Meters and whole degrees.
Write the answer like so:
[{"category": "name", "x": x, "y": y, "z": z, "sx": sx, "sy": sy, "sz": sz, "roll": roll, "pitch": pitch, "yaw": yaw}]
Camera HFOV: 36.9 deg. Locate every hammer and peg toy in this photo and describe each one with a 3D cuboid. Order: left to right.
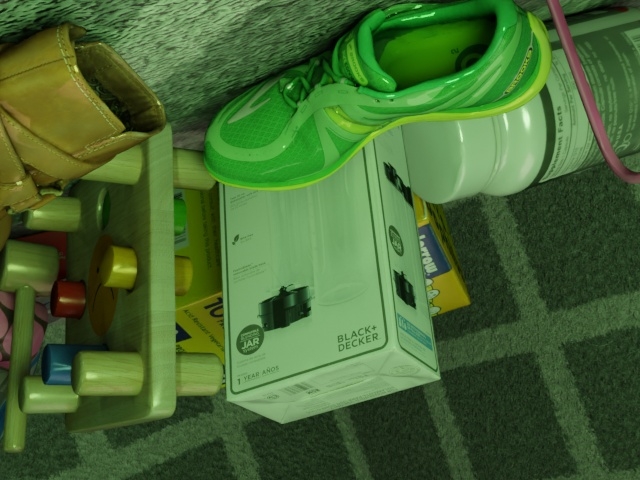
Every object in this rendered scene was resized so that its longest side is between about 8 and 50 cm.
[{"category": "hammer and peg toy", "x": -0.215, "y": 0.062, "z": 0.928, "sx": 0.127, "sy": 0.265, "sz": 0.361, "roll": 5, "pitch": 164, "yaw": -30}]

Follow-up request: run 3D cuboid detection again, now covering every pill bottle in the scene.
[{"category": "pill bottle", "x": 0.218, "y": -0.138, "z": 0.986, "sx": 0.283, "sy": 0.161, "sz": 0.161, "roll": -18, "pitch": 176, "yaw": -24}]

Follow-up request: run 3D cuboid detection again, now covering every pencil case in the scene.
[{"category": "pencil case", "x": -0.406, "y": 0.084, "z": 1.051, "sx": 0.098, "sy": 0.095, "sz": 0.209, "roll": -16, "pitch": 149, "yaw": 31}]

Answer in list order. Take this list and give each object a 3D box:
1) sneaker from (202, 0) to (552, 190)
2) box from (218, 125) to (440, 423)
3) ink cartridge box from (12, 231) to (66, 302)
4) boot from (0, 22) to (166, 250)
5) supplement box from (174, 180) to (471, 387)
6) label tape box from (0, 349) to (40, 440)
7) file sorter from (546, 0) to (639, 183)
[{"category": "sneaker", "x": 0.030, "y": -0.130, "z": 0.762, "sx": 0.296, "sy": 0.109, "sz": 0.123, "roll": -19, "pitch": 155, "yaw": 16}, {"category": "box", "x": 0.000, "y": 0.000, "z": 0.865, "sx": 0.169, "sy": 0.289, "sz": 0.087, "roll": -22, "pitch": 147, "yaw": 25}, {"category": "ink cartridge box", "x": -0.386, "y": 0.045, "z": 1.243, "sx": 0.134, "sy": 0.078, "sz": 0.231, "roll": -17, "pitch": 176, "yaw": -40}, {"category": "boot", "x": -0.204, "y": -0.054, "z": 0.618, "sx": 0.220, "sy": 0.109, "sz": 0.283, "roll": -24, "pitch": 169, "yaw": 5}, {"category": "supplement box", "x": -0.034, "y": 0.011, "z": 1.125, "sx": 0.357, "sy": 0.195, "sz": 0.194, "roll": -20, "pitch": 142, "yaw": 11}, {"category": "label tape box", "x": -0.527, "y": 0.153, "z": 1.125, "sx": 0.334, "sy": 0.105, "sz": 0.240, "roll": 21, "pitch": -171, "yaw": -8}, {"category": "file sorter", "x": 0.287, "y": -0.168, "z": 0.527, "sx": 0.291, "sy": 0.202, "sz": 0.182, "roll": -19, "pitch": 178, "yaw": -8}]
